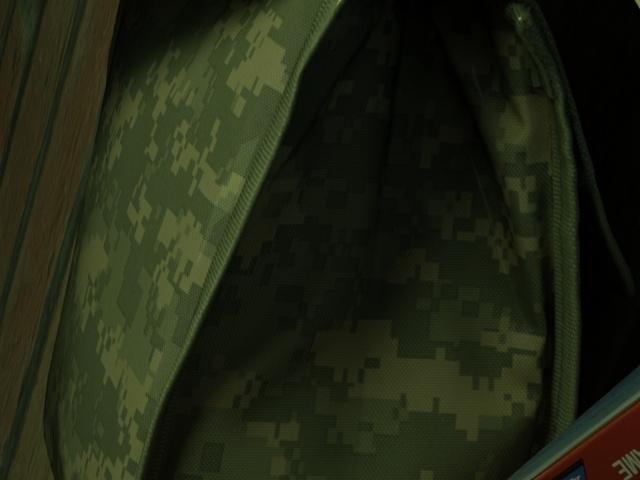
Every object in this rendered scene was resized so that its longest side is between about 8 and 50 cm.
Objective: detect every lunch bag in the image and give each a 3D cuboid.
[{"bbox_3d":[0.000,0.000,0.669,0.235,0.169,0.287,-120,39,-65],"label":"lunch bag"}]

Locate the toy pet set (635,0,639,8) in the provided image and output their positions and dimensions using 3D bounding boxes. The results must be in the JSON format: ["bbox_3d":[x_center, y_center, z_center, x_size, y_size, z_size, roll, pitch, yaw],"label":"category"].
[{"bbox_3d":[0.142,-0.069,0.484,0.114,0.065,0.122,-34,39,16],"label":"toy pet set"}]

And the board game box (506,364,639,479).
[{"bbox_3d":[0.118,0.001,0.378,0.027,0.145,0.281,49,148,7],"label":"board game box"}]
